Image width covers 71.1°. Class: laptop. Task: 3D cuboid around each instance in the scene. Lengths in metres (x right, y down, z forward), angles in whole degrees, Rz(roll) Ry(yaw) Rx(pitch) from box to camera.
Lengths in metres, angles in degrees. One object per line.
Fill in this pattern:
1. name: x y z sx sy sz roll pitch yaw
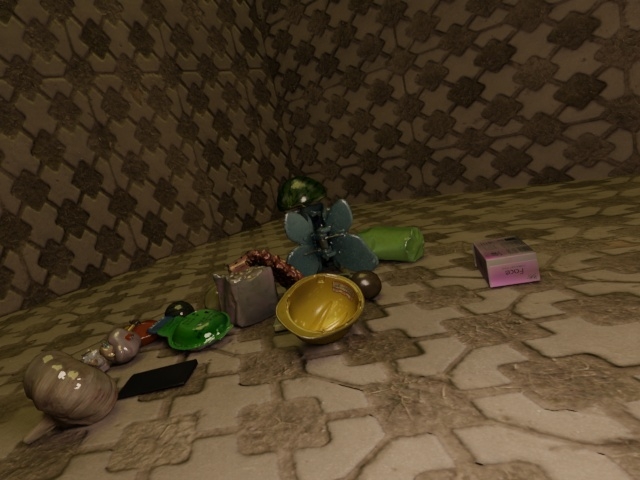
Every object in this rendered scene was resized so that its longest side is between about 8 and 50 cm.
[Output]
1. laptop: -0.445 0.382 1.227 0.198 0.016 0.135 -14 12 4

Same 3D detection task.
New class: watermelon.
1. watermelon: -0.087 -0.200 1.847 0.204 0.127 0.232 -3 17 36
2. watermelon: -0.499 0.264 1.611 0.133 0.105 0.105 -32 -1 35

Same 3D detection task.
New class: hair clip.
1. hair clip: 0.000 0.000 1.867 0.393 0.317 0.238 -16 9 -4

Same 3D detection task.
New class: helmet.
1. helmet: -0.001 0.214 1.230 0.205 0.140 0.257 33 48 29

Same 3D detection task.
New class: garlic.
1. garlic: -0.620 0.390 1.072 0.219 0.218 0.212 0 54 50

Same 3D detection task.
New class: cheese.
1. cheese: -0.426 0.285 1.460 0.321 0.083 0.204 -2 26 29

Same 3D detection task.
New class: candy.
1. candy: 0.277 0.016 1.896 0.344 0.142 0.132 -2 29 48
2. candy: -0.253 0.190 1.532 0.185 0.195 0.137 -16 15 -38

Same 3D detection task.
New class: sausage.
1. sausage: -0.626 0.325 1.537 0.179 0.089 0.089 -18 12 -30

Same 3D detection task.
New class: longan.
1. longan: 0.143 0.144 1.491 0.119 0.106 0.106 16 27 35

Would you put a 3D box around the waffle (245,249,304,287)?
1. waffle: -0.164 0.106 1.639 0.055 0.234 0.221 -62 16 -23

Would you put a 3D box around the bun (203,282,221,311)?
1. bun: -0.350 0.203 1.716 0.223 0.127 0.222 -14 8 2

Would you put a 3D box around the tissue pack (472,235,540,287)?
1. tissue pack: 0.579 0.062 1.421 0.149 0.092 0.246 -10 11 12

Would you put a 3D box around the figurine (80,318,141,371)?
1. figurine: -0.655 0.348 1.409 0.229 0.111 0.137 -33 15 -26

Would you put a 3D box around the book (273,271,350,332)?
1. book: -0.013 0.203 1.544 0.261 0.043 0.371 -14 11 4

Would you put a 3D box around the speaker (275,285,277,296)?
1. speaker: -0.200 0.192 1.737 0.060 0.075 0.094 -15 20 -7

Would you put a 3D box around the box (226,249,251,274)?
1. box: -0.341 0.136 2.007 0.135 0.151 0.151 -24 13 -13
